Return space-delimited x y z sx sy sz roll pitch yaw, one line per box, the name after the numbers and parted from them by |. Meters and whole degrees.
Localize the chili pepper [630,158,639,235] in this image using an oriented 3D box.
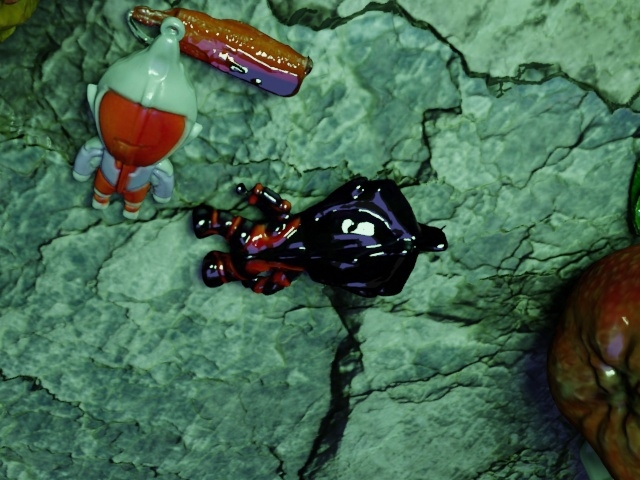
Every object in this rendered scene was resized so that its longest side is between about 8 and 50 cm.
0.366 -0.078 0.745 0.073 0.050 0.182 27 122 -30 | chili pepper

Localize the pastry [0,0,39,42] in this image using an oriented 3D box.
-0.294 -0.216 0.499 0.132 0.235 0.240 -18 115 14 | pastry

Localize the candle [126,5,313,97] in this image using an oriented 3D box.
-0.087 -0.168 0.664 0.162 0.053 0.048 20 166 -11 | candle

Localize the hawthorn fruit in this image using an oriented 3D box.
0.386 0.119 0.751 0.300 0.275 0.275 -17 124 -1 | hawthorn fruit

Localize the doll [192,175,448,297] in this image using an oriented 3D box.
0.000 -0.003 0.760 0.249 0.088 0.127 -5 146 11 | doll

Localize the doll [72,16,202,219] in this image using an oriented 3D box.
-0.159 -0.102 0.679 0.102 0.075 0.227 15 134 -15 | doll

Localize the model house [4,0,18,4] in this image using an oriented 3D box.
-0.170 -0.304 0.468 0.160 0.196 0.254 -19 123 12 | model house

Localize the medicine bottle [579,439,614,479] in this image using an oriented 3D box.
0.491 0.312 0.988 0.296 0.111 0.161 29 118 -22 | medicine bottle
